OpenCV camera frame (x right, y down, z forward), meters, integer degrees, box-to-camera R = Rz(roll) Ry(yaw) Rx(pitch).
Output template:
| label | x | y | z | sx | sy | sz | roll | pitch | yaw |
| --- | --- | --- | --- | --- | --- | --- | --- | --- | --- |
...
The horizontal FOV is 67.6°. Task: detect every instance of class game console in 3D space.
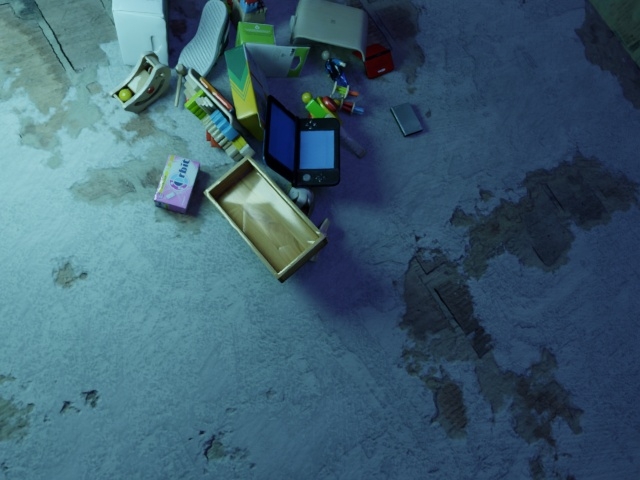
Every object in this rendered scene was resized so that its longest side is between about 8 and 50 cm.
| label | x | y | z | sx | sy | sz | roll | pitch | yaw |
| --- | --- | --- | --- | --- | --- | --- | --- | --- | --- |
| game console | -0.058 | -0.351 | 1.671 | 0.249 | 0.173 | 0.294 | -1 | 66 | 4 |
| game console | 0.225 | -0.764 | 2.035 | 0.143 | 0.085 | 0.124 | -28 | 114 | -21 |

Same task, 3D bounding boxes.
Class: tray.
| label | x | y | z | sx | sy | sz | roll | pitch | yaw |
| --- | --- | --- | --- | --- | --- | --- | --- | --- | --- |
| tray | -0.186 | -0.077 | 1.596 | 0.202 | 0.076 | 0.411 | -41 | 70 | -5 |

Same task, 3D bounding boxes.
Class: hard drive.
| label | x | y | z | sx | sy | sz | roll | pitch | yaw |
| --- | --- | --- | --- | --- | --- | --- | --- | --- | --- |
| hard drive | 0.358 | -0.504 | 1.987 | 0.094 | 0.022 | 0.135 | -22 | 80 | -20 |

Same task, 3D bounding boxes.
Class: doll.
| label | x | y | z | sx | sy | sz | roll | pitch | yaw |
| --- | --- | --- | --- | --- | --- | --- | --- | --- | --- |
| doll | 0.064 | -0.669 | 1.903 | 0.046 | 0.129 | 0.189 | -34 | 99 | -28 |

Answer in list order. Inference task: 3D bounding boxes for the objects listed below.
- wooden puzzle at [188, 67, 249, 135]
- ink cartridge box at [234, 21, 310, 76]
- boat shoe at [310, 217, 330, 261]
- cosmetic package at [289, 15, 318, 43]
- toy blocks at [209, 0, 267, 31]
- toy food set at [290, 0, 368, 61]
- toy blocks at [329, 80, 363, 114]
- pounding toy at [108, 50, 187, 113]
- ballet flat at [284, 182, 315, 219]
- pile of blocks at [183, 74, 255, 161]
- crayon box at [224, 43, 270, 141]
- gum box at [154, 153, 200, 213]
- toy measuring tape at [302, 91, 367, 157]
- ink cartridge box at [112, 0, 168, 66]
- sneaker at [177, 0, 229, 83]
| label | x | y | z | sx | sy | sz | roll | pitch | yaw |
| --- | --- | --- | --- | --- | --- | --- | --- | --- | --- |
| wooden puzzle | -0.346 | -0.487 | 1.684 | 0.044 | 0.221 | 0.239 | -40 | 87 | 6 |
| ink cartridge box | -0.189 | -0.713 | 1.811 | 0.254 | 0.189 | 0.097 | -4 | 73 | -18 |
| boat shoe | 0.000 | 0.000 | 1.716 | 0.059 | 0.063 | 0.170 | 30 | 77 | -8 |
| cosmetic package | -0.002 | -0.875 | 1.980 | 0.238 | 0.060 | 0.099 | -10 | 78 | -18 |
| toy blocks | -0.306 | -0.978 | 1.819 | 0.190 | 0.261 | 0.382 | -23 | 81 | -21 |
| toy food set | 0.041 | -0.832 | 1.900 | 0.305 | 0.092 | 0.220 | 10 | 64 | -5 |
| toy blocks | 0.111 | -0.553 | 1.879 | 0.147 | 0.123 | 0.054 | 15 | 59 | -10 |
| pounding toy | -0.572 | -0.533 | 1.647 | 0.269 | 0.154 | 0.155 | -44 | 88 | -9 |
| ballet flat | -0.087 | -0.099 | 1.690 | 0.123 | 0.123 | 0.349 | 21 | 69 | -8 |
| pile of blocks | -0.386 | -0.413 | 1.687 | 0.112 | 0.149 | 0.362 | -41 | 84 | 6 |
| crayon box | -0.241 | -0.501 | 1.718 | 0.083 | 0.203 | 0.323 | -16 | 76 | 12 |
| gum box | -0.487 | -0.197 | 1.636 | 0.107 | 0.062 | 0.189 | 16 | 70 | -11 |
| toy measuring tape | 0.056 | -0.458 | 1.859 | 0.330 | 0.121 | 0.122 | 39 | 66 | -19 |
| ink cartridge box | -0.622 | -0.860 | 1.680 | 0.166 | 0.285 | 0.396 | -1 | 73 | -14 |
| sneaker | -0.423 | -0.721 | 1.792 | 0.126 | 0.127 | 0.321 | 27 | 93 | 0 |
